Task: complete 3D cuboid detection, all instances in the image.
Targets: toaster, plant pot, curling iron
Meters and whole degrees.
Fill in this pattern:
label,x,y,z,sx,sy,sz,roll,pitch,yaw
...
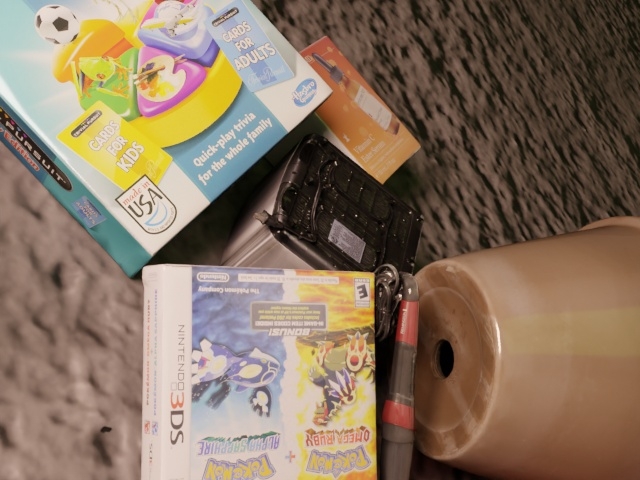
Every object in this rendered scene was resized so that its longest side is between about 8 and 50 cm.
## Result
label,x,y,z,sx,sy,sz,roll,pitch,yaw
toaster,0.000,0.000,0.943,0.186,0.110,0.168,37,40,-18
plant pot,0.232,0.126,0.944,0.280,0.323,0.323,5,56,-27
curling iron,0.065,0.156,0.844,0.035,0.068,0.274,-2,92,-24

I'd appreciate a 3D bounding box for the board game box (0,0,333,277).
label,x,y,z,sx,sy,sz,roll,pitch,yaw
board game box,-0.190,-0.176,0.854,0.336,0.079,0.254,47,59,-6

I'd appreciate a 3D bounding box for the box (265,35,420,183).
label,x,y,z,sx,sy,sz,roll,pitch,yaw
box,0.008,-0.124,1.064,0.170,0.091,0.130,49,38,-4

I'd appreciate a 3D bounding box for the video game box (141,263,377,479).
label,x,y,z,sx,sy,sz,roll,pitch,yaw
video game box,-0.047,0.116,0.780,0.205,0.048,0.187,3,86,-33
